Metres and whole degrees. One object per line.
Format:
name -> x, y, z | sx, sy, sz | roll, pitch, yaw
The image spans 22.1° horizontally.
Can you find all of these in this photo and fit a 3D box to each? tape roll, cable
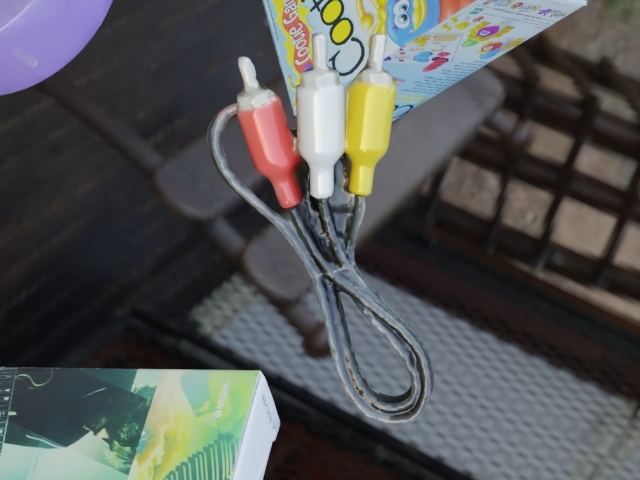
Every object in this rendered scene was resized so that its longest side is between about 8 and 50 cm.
tape roll -> -0.244, -0.204, 1.171 | 0.189, 0.189, 0.080 | -61, 156, -7
cable -> 0.000, 0.000, 1.151 | 0.072, 0.140, 0.287 | -71, 152, -82

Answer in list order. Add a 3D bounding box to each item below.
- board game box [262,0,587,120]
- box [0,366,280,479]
board game box -> 0.096, -0.237, 1.608 | 0.275, 0.142, 0.144 | -29, 159, 38
box -> -0.203, 0.175, 0.962 | 0.232, 0.322, 0.058 | -77, 162, -45
